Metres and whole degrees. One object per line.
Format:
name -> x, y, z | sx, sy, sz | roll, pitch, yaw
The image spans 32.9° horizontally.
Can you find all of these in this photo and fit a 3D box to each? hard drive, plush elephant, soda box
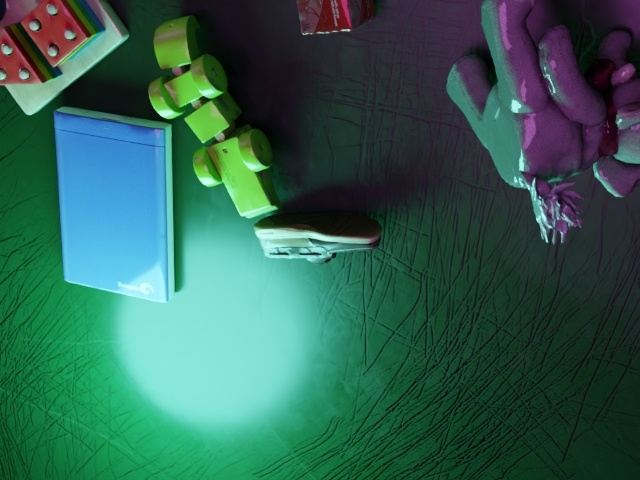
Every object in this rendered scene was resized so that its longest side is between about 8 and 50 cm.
hard drive -> -0.354, -0.060, 1.870 | 0.210, 0.040, 0.318 | 11, 116, 18
plush elephant -> 0.353, -0.178, 1.421 | 0.272, 0.255, 0.330 | 101, 151, -66
soda box -> 0.006, -0.429, 1.525 | 0.083, 0.092, 0.263 | 0, 112, 28

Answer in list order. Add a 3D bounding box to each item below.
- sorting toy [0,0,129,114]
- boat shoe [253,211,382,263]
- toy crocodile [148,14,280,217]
sorting toy -> -0.488, -0.364, 1.764 | 0.255, 0.089, 0.257 | -31, 98, 30
boat shoe -> -0.001, 0.000, 1.732 | 0.223, 0.080, 0.073 | 3, 119, 27
toy crocodile -> -0.163, -0.190, 1.708 | 0.115, 0.105, 0.340 | -22, 107, 28
